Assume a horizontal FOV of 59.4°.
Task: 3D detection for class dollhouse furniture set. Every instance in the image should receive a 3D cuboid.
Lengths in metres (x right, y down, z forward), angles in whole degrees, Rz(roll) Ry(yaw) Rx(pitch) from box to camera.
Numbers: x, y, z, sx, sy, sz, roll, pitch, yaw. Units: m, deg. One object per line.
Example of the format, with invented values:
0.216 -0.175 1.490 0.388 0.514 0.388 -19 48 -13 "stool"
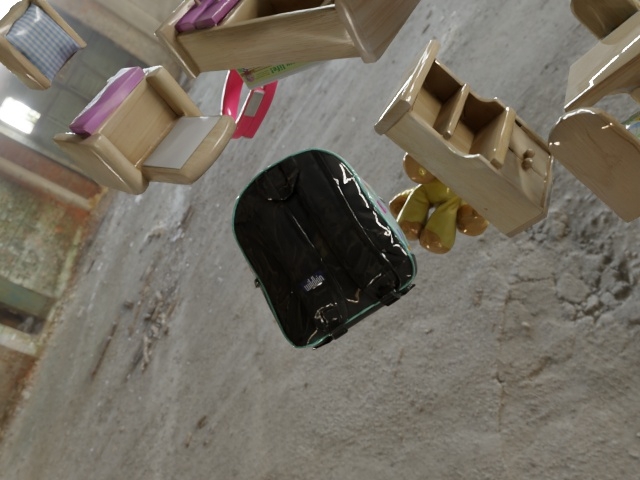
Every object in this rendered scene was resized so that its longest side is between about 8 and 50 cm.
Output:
0.297 -0.216 0.677 0.394 0.256 0.362 -41 17 48 "dollhouse furniture set"
-0.099 -0.228 0.316 0.198 0.303 0.286 10 59 42 "dollhouse furniture set"

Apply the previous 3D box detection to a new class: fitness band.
-0.172 -0.372 1.348 0.291 0.054 0.209 -49 44 48 "fitness band"

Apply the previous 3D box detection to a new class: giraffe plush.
0.205 -0.110 0.943 0.210 0.170 0.181 -41 48 -17 "giraffe plush"

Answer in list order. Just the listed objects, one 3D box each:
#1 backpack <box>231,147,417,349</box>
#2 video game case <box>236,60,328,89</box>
0.000 0.000 0.620 0.166 0.188 0.144 -34 -1 10 "backpack"
-0.043 -0.296 0.691 0.212 0.193 0.023 -14 49 20 "video game case"
